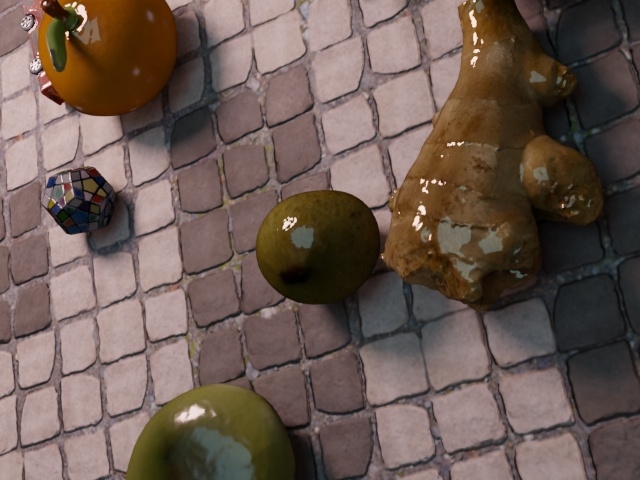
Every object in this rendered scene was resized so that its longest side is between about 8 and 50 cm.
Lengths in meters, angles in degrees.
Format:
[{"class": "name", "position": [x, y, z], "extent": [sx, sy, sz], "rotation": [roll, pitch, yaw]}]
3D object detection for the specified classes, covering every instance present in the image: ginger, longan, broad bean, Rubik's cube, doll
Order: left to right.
[{"class": "Rubik's cube", "position": [-0.355, -0.059, 1.639], "extent": [0.093, 0.111, 0.111], "rotation": [18, 86, 6]}, {"class": "doll", "position": [-0.320, -0.294, 1.595], "extent": [0.213, 0.236, 0.213], "rotation": [-7, 74, 24]}, {"class": "broad bean", "position": [-0.149, 0.319, 1.393], "extent": [0.238, 0.119, 0.291], "rotation": [25, 90, 34]}, {"class": "longan", "position": [0.000, 0.000, 1.382], "extent": [0.154, 0.145, 0.176], "rotation": [14, 44, 16]}, {"class": "ginger", "position": [0.204, -0.109, 1.266], "extent": [0.236, 0.166, 0.376], "rotation": [17, 93, 49]}]

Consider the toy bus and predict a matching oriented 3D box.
[{"class": "toy bus", "position": [-0.425, -0.314, 1.771], "extent": [0.077, 0.065, 0.192], "rotation": [-25, 65, 16]}]
